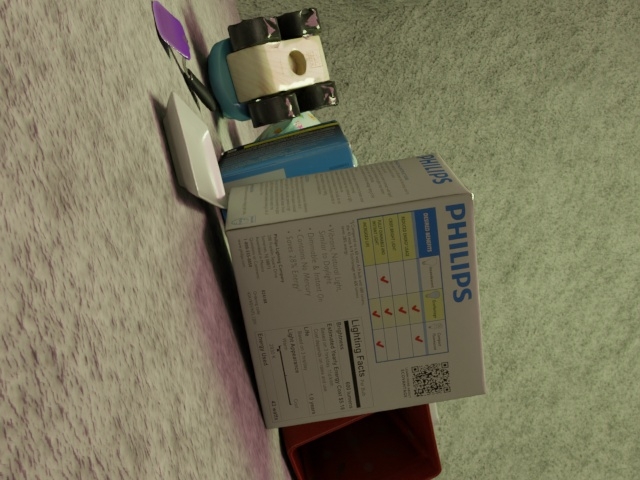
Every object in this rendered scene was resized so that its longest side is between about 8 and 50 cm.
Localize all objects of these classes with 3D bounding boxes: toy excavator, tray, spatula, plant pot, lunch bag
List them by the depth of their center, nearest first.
[{"bbox_3d":[-0.181,-0.117,1.141,0.270,0.030,0.145,53,24,-88],"label":"tray"},{"bbox_3d":[-0.223,-0.298,1.333,0.296,0.030,0.084,72,1,-69],"label":"spatula"},{"bbox_3d":[0.050,0.347,1.532,0.235,0.267,0.267,-124,-165,-51],"label":"plant pot"},{"bbox_3d":[-0.155,-0.388,1.874,0.433,0.445,0.222,-26,106,-47],"label":"toy excavator"},{"bbox_3d":[-0.034,-0.219,1.997,0.223,0.160,0.262,44,-10,-15],"label":"lunch bag"}]

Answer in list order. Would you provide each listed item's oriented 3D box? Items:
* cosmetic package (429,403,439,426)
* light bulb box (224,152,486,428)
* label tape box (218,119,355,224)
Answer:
[{"bbox_3d":[0.107,0.222,1.751,0.377,0.097,0.284,45,-20,48],"label":"cosmetic package"},{"bbox_3d":[0.057,0.077,1.276,0.225,0.361,0.357,-100,-178,-67],"label":"light bulb box"},{"bbox_3d":[-0.064,-0.136,1.528,0.347,0.249,0.115,-100,175,-76],"label":"label tape box"}]
